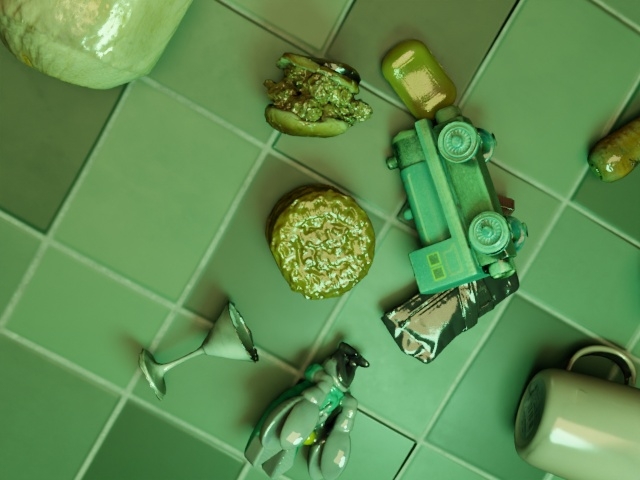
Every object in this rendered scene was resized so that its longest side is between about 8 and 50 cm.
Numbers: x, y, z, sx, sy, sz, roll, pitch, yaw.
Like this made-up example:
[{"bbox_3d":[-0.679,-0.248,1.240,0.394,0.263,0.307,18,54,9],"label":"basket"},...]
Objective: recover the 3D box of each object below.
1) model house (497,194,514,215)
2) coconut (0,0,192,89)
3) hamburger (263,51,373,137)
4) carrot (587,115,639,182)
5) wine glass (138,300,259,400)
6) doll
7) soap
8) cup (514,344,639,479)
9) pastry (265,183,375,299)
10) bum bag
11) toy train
[{"bbox_3d":[0.285,-0.056,1.719,0.083,0.058,0.057,17,97,-7],"label":"model house"},{"bbox_3d":[-0.338,-0.401,1.513,0.329,0.329,0.328,-1,99,-4],"label":"coconut"},{"bbox_3d":[-0.002,-0.225,1.623,0.185,0.159,0.131,15,93,14],"label":"hamburger"},{"bbox_3d":[0.586,-0.211,1.718,0.298,0.078,0.078,-41,99,-2],"label":"carrot"},{"bbox_3d":[-0.209,0.191,1.694,0.183,0.122,0.122,-25,100,1],"label":"wine glass"},{"bbox_3d":[-0.022,0.298,1.701,0.195,0.153,0.258,12,103,-34],"label":"doll"},{"bbox_3d":[0.167,-0.270,1.684,0.089,0.045,0.140,-38,98,-1],"label":"soap"},{"bbox_3d":[0.464,0.298,1.739,0.201,0.191,0.252,18,67,-4],"label":"cup"},{"bbox_3d":[0.000,0.000,1.684,0.189,0.103,0.188,-1,100,-4],"label":"pastry"},{"bbox_3d":[0.230,0.104,1.740,0.248,0.060,0.123,-36,99,0],"label":"bum bag"},{"bbox_3d":[0.215,-0.065,1.652,0.194,0.120,0.298,-21,79,25],"label":"toy train"}]
